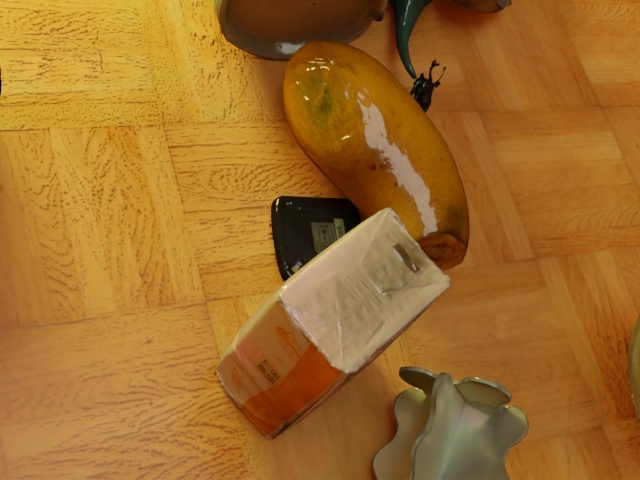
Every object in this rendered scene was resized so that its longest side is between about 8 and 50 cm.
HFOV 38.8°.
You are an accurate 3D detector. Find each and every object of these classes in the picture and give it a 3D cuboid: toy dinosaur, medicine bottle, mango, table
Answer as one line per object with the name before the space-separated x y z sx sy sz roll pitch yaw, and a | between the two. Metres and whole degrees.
toy dinosaur | 0.151 -0.446 1.450 0.130 0.331 0.383 0 98 9
medicine bottle | -0.059 -0.484 1.272 0.236 0.235 0.406 -1 65 -24
mango | 0.077 -0.115 1.188 0.359 0.144 0.187 54 41 7
table | 0.133 0.264 1.017 0.167 0.166 0.198 27 64 -9

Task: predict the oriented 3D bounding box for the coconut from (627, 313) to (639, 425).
coconut | 0.546 0.158 1.167 0.310 0.297 0.297 14 59 -23

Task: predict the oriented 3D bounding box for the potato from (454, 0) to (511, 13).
potato | 0.257 -0.443 1.471 0.243 0.098 0.138 -52 134 -50

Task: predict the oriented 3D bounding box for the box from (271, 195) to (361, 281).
box | 0.000 0.000 1.168 0.125 0.027 0.126 2 63 -22

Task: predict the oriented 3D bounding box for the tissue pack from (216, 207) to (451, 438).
tissue pack | 0.006 0.096 1.000 0.185 0.225 0.124 -35 81 -34

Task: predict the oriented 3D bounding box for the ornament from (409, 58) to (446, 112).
ornament | 0.154 -0.222 1.329 0.028 0.073 0.125 16 59 20
